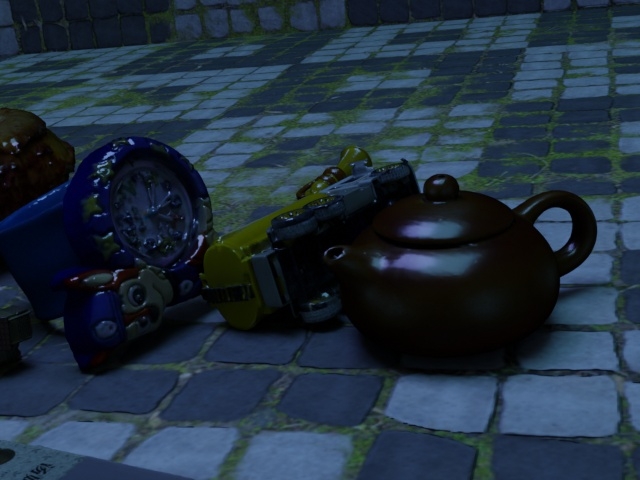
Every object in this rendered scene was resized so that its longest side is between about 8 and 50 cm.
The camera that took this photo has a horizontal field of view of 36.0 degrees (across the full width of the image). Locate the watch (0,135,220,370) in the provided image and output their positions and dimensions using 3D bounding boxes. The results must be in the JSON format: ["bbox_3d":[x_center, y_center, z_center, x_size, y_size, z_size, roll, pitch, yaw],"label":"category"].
[{"bbox_3d":[-0.207,0.003,0.911,0.200,0.171,0.196,-8,14,46],"label":"watch"}]

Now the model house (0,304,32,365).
[{"bbox_3d":[-0.288,0.083,0.835,0.083,0.057,0.058,13,23,40],"label":"model house"}]

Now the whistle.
[{"bbox_3d":[0.010,-0.079,1.213,0.057,0.046,0.109,23,38,29],"label":"whistle"}]

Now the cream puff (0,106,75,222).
[{"bbox_3d":[-0.397,-0.060,1.125,0.240,0.164,0.240,-18,23,8],"label":"cream puff"}]

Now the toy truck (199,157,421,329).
[{"bbox_3d":[0.000,0.000,0.905,0.114,0.098,0.227,-5,17,43],"label":"toy truck"}]

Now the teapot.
[{"bbox_3d":[0.120,0.007,0.795,0.252,0.135,0.178,-16,25,-21],"label":"teapot"}]

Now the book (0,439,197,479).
[{"bbox_3d":[-0.183,0.171,0.612,0.181,0.014,0.127,4,22,29],"label":"book"}]
